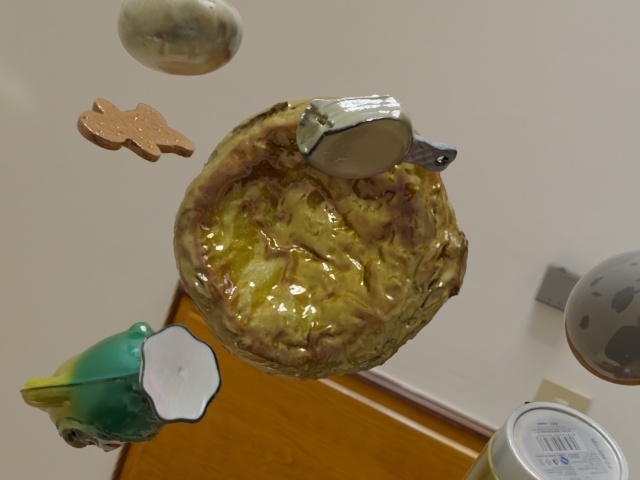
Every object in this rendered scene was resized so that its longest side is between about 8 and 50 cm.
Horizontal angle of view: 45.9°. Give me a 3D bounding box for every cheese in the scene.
[{"bbox_3d":[0.062,-0.100,0.736,0.092,0.171,0.047,109,155,-53],"label":"cheese"}]

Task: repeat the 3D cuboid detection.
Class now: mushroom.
[{"bbox_3d":[-0.379,-0.556,1.912,0.315,0.356,0.315,-42,20,19],"label":"mushroom"}]

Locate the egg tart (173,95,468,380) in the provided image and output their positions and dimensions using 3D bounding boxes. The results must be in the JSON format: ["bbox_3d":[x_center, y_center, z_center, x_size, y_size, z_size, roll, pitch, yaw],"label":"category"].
[{"bbox_3d":[-0.004,0.001,0.882,0.341,0.341,0.129,-65,-14,-5],"label":"egg tart"}]

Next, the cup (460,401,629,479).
[{"bbox_3d":[0.277,0.318,0.930,0.241,0.185,0.226,-14,-48,-35],"label":"cup"}]

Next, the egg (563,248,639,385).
[{"bbox_3d":[0.429,0.101,1.026,0.176,0.176,0.231,-56,-15,-31],"label":"egg"}]

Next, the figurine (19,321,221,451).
[{"bbox_3d":[-0.378,0.280,1.448,0.324,0.340,0.231,18,-121,-52],"label":"figurine"}]

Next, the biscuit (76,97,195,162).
[{"bbox_3d":[-0.344,-0.195,1.367,0.036,0.165,0.250,-53,-13,22],"label":"biscuit"}]
